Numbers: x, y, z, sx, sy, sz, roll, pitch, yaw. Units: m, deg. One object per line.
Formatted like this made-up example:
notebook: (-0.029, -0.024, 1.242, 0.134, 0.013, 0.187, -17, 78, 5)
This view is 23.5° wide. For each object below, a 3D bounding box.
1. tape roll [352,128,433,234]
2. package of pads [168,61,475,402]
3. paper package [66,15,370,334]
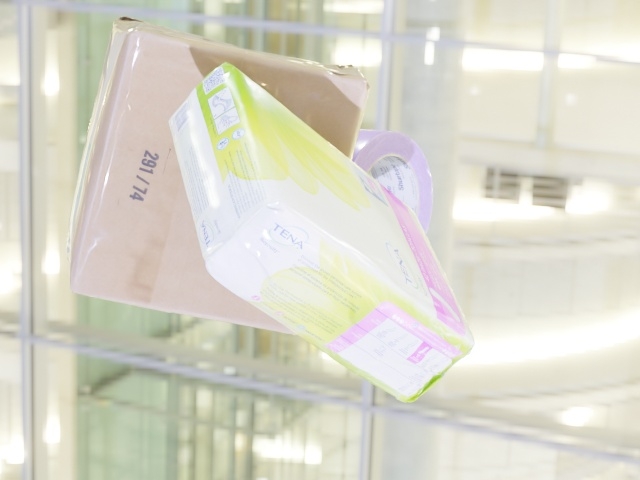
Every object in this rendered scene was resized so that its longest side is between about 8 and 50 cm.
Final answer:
tape roll: (0.062, -0.053, 2.046, 0.080, 0.189, 0.189, 7, -166, 42)
package of pads: (0.000, 0.000, 1.416, 0.296, 0.101, 0.229, 36, -158, -36)
paper package: (-0.131, -0.080, 1.857, 0.309, 0.325, 0.168, 12, -170, -12)
